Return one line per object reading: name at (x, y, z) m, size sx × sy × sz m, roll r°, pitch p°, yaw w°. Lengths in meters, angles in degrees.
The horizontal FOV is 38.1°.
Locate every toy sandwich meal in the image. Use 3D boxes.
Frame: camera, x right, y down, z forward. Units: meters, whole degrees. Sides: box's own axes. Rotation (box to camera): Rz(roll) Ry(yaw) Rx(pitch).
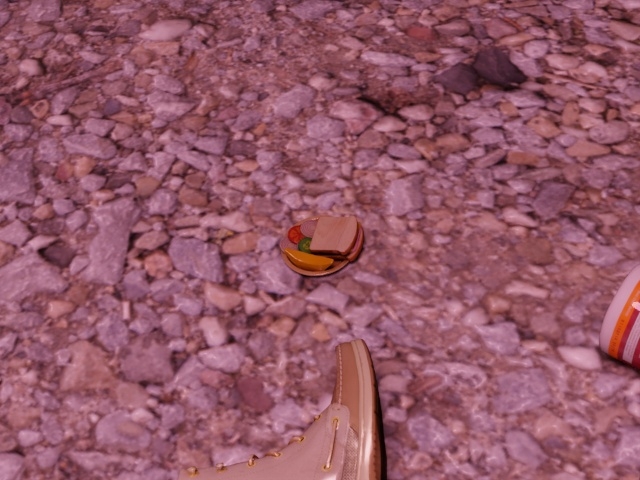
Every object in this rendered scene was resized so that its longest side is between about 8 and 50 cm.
toy sandwich meal at (0.000, 0.000, 0.919) m, size 0.085 × 0.029 × 0.086 m, roll -5°, pitch 50°, yaw 6°

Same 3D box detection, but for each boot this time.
boot at (-0.030, 0.178, 0.749) m, size 0.165 × 0.077 × 0.213 m, roll -5°, pitch 53°, yaw 9°

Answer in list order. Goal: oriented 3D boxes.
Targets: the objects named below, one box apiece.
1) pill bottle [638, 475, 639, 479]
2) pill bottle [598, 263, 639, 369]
pill bottle at (0.370, 0.184, 0.611) m, size 0.301 × 0.169 × 0.169 m, roll 15°, pitch 55°, yaw 21°
pill bottle at (0.314, 0.085, 0.755) m, size 0.152 × 0.086 × 0.086 m, roll 27°, pitch 60°, yaw 29°
